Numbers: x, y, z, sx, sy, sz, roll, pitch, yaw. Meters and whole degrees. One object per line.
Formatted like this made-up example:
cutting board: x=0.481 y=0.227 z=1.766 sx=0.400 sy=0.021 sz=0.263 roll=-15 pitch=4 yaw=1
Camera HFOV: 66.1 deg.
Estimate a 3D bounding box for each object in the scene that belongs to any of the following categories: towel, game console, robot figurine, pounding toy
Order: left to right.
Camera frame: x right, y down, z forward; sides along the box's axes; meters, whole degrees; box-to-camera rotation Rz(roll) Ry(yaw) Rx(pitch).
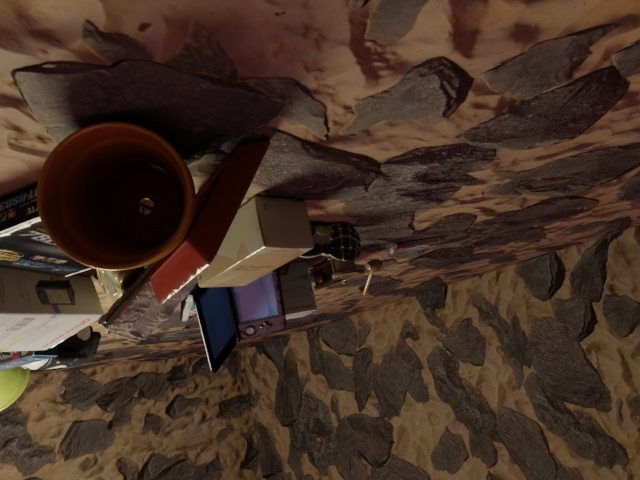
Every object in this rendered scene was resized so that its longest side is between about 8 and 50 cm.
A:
robot figurine: x=-0.912 y=0.357 z=1.701 sx=0.209 sy=0.173 sz=0.278 roll=-24 pitch=161 yaw=27
towel: x=-0.414 y=0.133 z=1.254 sx=0.282 sy=0.049 sz=0.187 roll=-51 pitch=159 yaw=-9
game console: x=-0.226 y=0.207 z=1.449 sx=0.250 sy=0.293 sz=0.173 roll=-11 pitch=-152 yaw=-10
pounding toy: x=0.076 y=0.130 z=1.714 sx=0.154 sy=0.155 sz=0.269 roll=-3 pitch=162 yaw=-44

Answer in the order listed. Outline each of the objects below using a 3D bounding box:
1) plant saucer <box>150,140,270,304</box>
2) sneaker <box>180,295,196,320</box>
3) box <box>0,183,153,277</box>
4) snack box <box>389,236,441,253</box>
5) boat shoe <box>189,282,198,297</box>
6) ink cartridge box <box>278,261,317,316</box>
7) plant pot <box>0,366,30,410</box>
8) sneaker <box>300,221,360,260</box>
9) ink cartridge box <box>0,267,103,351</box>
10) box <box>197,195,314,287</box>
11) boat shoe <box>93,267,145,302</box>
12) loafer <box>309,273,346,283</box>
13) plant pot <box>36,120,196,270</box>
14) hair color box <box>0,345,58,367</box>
plant saucer: x=-0.203 y=-0.037 z=0.854 sx=0.048 sy=0.259 sz=0.258 roll=33 pitch=144 yaw=-19
sneaker: x=-0.389 y=0.208 z=1.706 sx=0.178 sy=0.124 sz=0.295 roll=4 pitch=158 yaw=-20
box: x=-0.492 y=-0.013 z=0.952 sx=0.293 sy=0.073 sz=0.295 roll=-15 pitch=164 yaw=13
snack box: x=0.342 y=0.018 z=1.777 sx=0.178 sy=0.022 sz=0.064 roll=-8 pitch=165 yaw=-16
boat shoe: x=-0.358 y=0.134 z=1.490 sx=0.108 sy=0.102 sz=0.301 roll=-26 pitch=159 yaw=39
ink cartridge box: x=-0.106 y=0.178 z=1.701 sx=0.128 sy=0.176 sz=0.127 roll=-5 pitch=162 yaw=-24
plant pot: x=-1.163 y=0.427 z=1.656 sx=0.276 sy=0.276 sz=0.254 roll=-7 pitch=152 yaw=-19
sneaker: x=0.000 y=0.000 z=1.372 sx=0.275 sy=0.107 sz=0.110 roll=6 pitch=175 yaw=-38
ink cartridge box: x=-0.745 y=0.176 z=1.215 sx=0.226 sy=0.131 sz=0.306 roll=-29 pitch=163 yaw=13
box: x=-0.170 y=0.012 z=1.185 sx=0.148 sy=0.121 sz=0.311 roll=2 pitch=159 yaw=-39
boat shoe: x=-0.513 y=0.086 z=1.245 sx=0.098 sy=0.109 sz=0.302 roll=32 pitch=154 yaw=-5
loafer: x=0.020 y=0.149 z=1.906 sx=0.170 sy=0.061 sz=0.062 roll=-10 pitch=165 yaw=-6
plant pot: x=-0.288 y=-0.058 z=0.761 sx=0.205 sy=0.205 sz=0.188 roll=-11 pitch=179 yaw=-6
hair color box: x=-0.964 y=0.294 z=1.445 sx=0.347 sy=0.174 sz=0.105 roll=-15 pitch=164 yaw=7
